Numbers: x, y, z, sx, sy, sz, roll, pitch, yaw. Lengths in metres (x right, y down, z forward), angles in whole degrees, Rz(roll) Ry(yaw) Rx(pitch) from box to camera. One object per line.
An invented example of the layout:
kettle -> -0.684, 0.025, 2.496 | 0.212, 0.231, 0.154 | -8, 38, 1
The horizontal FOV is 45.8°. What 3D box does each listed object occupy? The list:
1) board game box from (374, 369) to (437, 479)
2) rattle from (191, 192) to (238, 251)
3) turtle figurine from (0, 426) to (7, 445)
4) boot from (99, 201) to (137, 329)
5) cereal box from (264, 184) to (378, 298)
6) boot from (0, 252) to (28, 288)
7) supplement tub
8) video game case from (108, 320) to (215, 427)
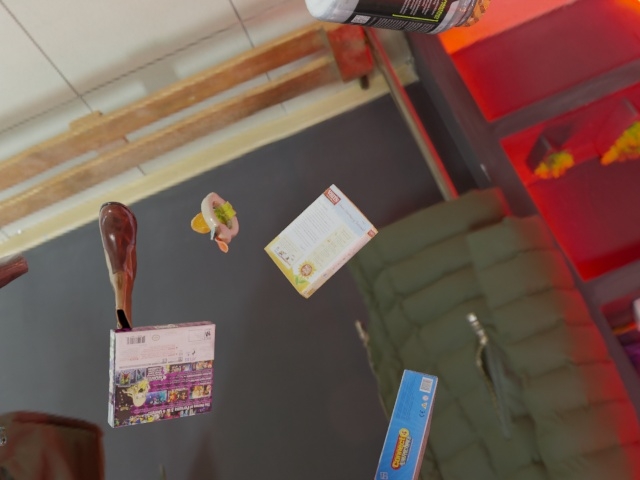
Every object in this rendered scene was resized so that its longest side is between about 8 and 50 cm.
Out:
board game box -> 0.209, 0.534, 1.891 | 0.086, 0.308, 0.302 | 12, 140, 12
rattle -> -0.292, -0.020, 1.944 | 0.142, 0.200, 0.130 | -17, 134, 12
turtle figurine -> -0.990, 0.566, 2.079 | 0.234, 0.175, 0.118 | -2, 148, 12
boot -> -0.517, 0.076, 1.918 | 0.096, 0.280, 0.264 | 1, 133, -12
cereal box -> 0.000, 0.000, 1.853 | 0.240, 0.173, 0.047 | -42, 146, 3
boot -> -0.589, 0.097, 1.191 | 0.207, 0.090, 0.248 | -26, -177, -44
supplement tub -> 0.141, -0.477, 1.363 | 0.316, 0.193, 0.193 | 1, 140, -23
video game case -> -0.347, 0.290, 1.667 | 0.232, 0.042, 0.210 | -2, 100, -33
